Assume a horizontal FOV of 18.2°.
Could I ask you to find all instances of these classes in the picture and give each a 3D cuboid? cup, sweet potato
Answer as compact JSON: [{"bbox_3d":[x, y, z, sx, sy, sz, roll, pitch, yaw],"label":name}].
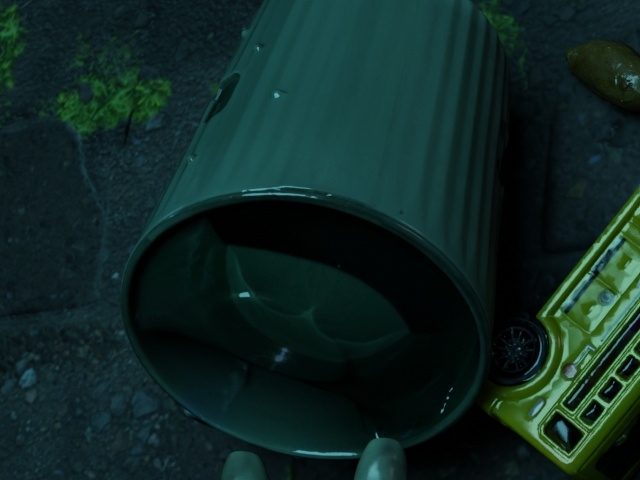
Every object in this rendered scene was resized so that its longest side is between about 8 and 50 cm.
[{"bbox_3d":[-0.014,-0.017,1.797,0.401,0.310,0.392,-27,30,34],"label":"cup"},{"bbox_3d":[0.316,-0.145,1.859,0.218,0.051,0.065,19,76,36],"label":"sweet potato"}]

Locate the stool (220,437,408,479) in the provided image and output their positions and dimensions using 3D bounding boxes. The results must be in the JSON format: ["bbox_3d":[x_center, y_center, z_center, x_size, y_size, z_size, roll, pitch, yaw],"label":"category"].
[{"bbox_3d":[0.017,0.297,1.739,0.195,0.195,0.199,-9,57,27],"label":"stool"}]

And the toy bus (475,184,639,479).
[{"bbox_3d":[0.290,0.054,1.722,0.331,0.145,0.151,-51,55,3],"label":"toy bus"}]
